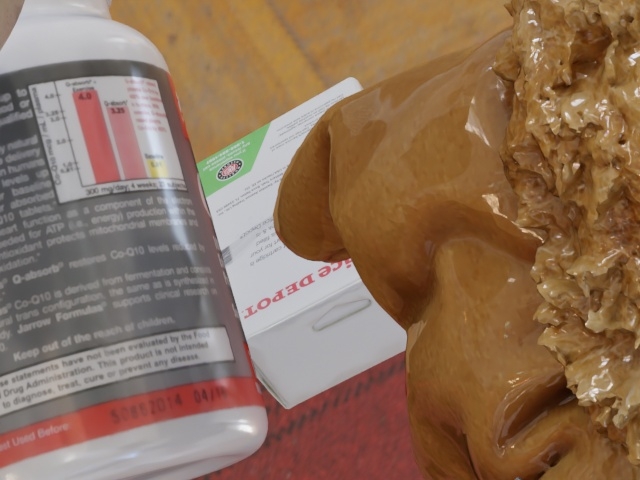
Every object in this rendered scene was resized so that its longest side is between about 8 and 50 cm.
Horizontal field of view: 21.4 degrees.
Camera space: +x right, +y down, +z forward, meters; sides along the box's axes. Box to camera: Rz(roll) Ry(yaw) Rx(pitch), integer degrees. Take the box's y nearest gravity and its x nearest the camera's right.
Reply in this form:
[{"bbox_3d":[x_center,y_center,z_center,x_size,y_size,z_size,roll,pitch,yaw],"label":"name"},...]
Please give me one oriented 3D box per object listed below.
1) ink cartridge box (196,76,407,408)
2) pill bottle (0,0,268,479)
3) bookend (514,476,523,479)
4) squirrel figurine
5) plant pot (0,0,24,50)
[{"bbox_3d":[0.000,0.000,1.723,0.211,0.121,0.289,-28,41,10],"label":"ink cartridge box"},{"bbox_3d":[-0.177,-0.015,1.077,0.210,0.210,0.363,-13,79,-17],"label":"pill bottle"},{"bbox_3d":[0.115,0.133,0.587,0.157,0.072,0.156,-40,67,-20],"label":"bookend"},{"bbox_3d":[0.156,0.069,0.843,0.281,0.397,0.370,2,64,-14],"label":"squirrel figurine"},{"bbox_3d":[-0.294,-0.162,0.746,0.284,0.191,0.284,-9,44,8],"label":"plant pot"}]
